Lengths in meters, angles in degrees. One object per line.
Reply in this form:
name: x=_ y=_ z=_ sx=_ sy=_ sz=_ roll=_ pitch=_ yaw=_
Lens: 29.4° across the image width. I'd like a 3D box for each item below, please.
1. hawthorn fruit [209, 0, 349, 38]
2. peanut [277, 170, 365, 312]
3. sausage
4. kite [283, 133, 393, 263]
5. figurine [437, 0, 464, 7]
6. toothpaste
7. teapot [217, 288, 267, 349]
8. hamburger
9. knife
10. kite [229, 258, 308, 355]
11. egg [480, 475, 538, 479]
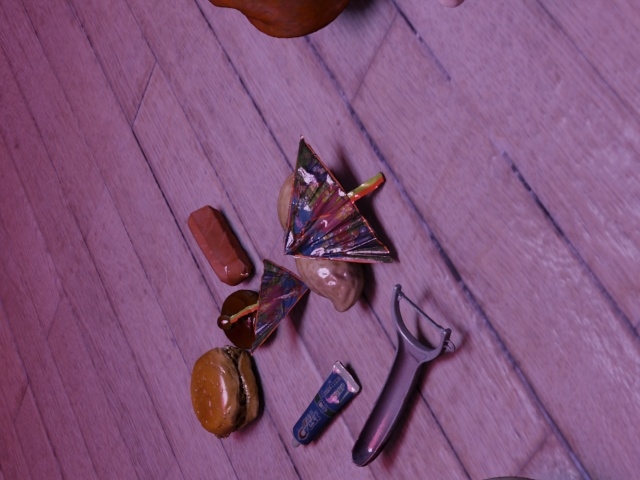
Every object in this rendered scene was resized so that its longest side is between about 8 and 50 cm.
hawthorn fruit: x=-0.039 y=-0.438 z=1.658 sx=0.298 sy=0.277 sz=0.277 roll=-34 pitch=62 yaw=22
peanut: x=0.001 y=0.000 z=1.776 sx=0.104 sy=0.085 sz=0.228 roll=-33 pitch=67 yaw=41
sausage: x=-0.165 y=0.017 z=2.052 sx=0.169 sy=0.065 sz=0.065 roll=56 pitch=136 yaw=36
kite: x=0.011 y=-0.046 z=1.727 sx=0.183 sy=0.014 sz=0.241 roll=-35 pitch=68 yaw=12
figurine: x=0.157 y=-0.353 z=1.355 sx=0.144 sy=0.256 sz=0.182 roll=30 pitch=116 yaw=49
toothpaste: x=0.000 y=0.257 z=1.846 sx=0.057 sy=0.034 sz=0.197 roll=51 pitch=133 yaw=20
teapot: x=-0.128 y=0.130 z=1.985 sx=0.129 sy=0.078 sz=0.098 roll=7 pitch=99 yaw=56
hamburger: x=-0.163 y=0.254 z=2.048 sx=0.138 sy=0.083 sz=0.147 roll=-41 pitch=56 yaw=55
knife: x=0.109 y=0.203 z=1.659 sx=0.123 sy=0.053 sz=0.278 roll=46 pitch=130 yaw=39
kite: x=-0.080 y=0.097 z=1.917 sx=0.159 sy=0.010 sz=0.190 roll=-19 pitch=44 yaw=29
egg: x=0.235 y=0.378 z=1.391 sx=0.206 sy=0.162 sz=0.271 roll=-43 pitch=84 yaw=4
